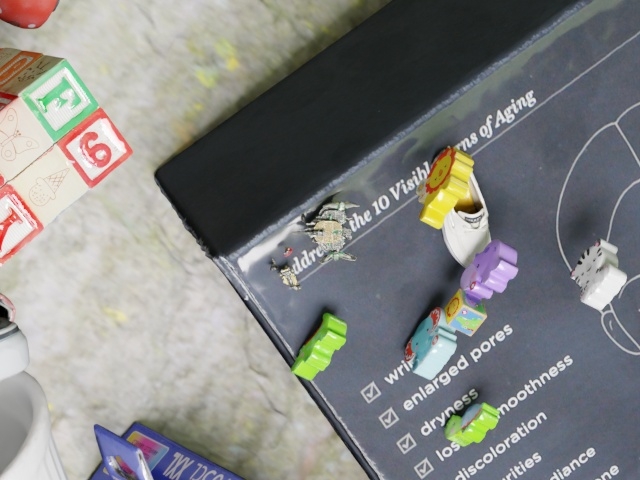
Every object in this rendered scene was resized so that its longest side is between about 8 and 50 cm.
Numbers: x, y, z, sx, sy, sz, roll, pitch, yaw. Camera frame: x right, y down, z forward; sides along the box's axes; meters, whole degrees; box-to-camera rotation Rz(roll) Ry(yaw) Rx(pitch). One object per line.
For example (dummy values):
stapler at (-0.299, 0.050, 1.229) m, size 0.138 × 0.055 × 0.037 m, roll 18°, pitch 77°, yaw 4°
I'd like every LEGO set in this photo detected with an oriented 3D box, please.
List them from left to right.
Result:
LEGO set at (-0.002, -0.001, 1.163) m, size 0.083 × 0.023 × 0.054 m, roll -29°, pitch 110°, yaw 7°

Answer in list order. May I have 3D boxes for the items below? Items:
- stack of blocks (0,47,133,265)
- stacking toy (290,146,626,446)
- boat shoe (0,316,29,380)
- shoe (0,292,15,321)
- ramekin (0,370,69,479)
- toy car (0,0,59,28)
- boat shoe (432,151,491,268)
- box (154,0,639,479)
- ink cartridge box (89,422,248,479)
stack of blocks at (-0.285, -0.062, 1.169) m, size 0.171 × 0.297 × 0.087 m, roll -42°, pitch 117°, yaw -16°
stacking toy at (0.105, 0.051, 1.179) m, size 0.167 × 0.052 × 0.221 m, roll 28°, pitch 117°, yaw -20°
boat shoe at (-0.397, 0.070, 1.184) m, size 0.335 × 0.121 × 0.119 m, roll -4°, pitch 94°, yaw -6°
shoe at (-0.346, 0.060, 1.277) m, size 0.178 × 0.081 × 0.064 m, roll -3°, pitch 99°, yaw -28°
ramekin at (-0.323, 0.227, 1.212) m, size 0.277 × 0.277 × 0.135 m, roll -31°, pitch 119°, yaw -22°
toy car at (-0.219, -0.323, 1.259) m, size 0.239 × 0.053 × 0.225 m, roll -43°, pitch 115°, yaw -18°
boat shoe at (0.113, -0.020, 1.182) m, size 0.035 × 0.035 × 0.100 m, roll -18°, pitch 110°, yaw -11°
box at (0.191, 0.017, 1.392) m, size 0.480 × 0.297 × 0.472 m, roll -36°, pitch 115°, yaw -5°
ink cartridge box at (-0.064, 0.315, 1.361) m, size 0.395 × 0.270 × 0.151 m, roll 42°, pitch 75°, yaw -27°
